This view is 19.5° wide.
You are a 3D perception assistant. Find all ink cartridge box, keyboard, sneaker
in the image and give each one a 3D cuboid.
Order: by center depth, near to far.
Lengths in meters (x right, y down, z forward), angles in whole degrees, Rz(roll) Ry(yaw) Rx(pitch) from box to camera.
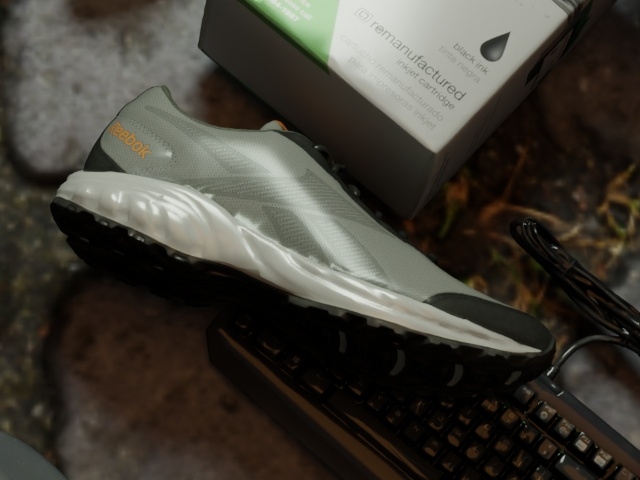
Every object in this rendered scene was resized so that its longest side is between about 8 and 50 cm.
[{"bbox_3d":[0.000,0.000,0.973,0.271,0.100,0.108,24,69,5],"label":"sneaker"},{"bbox_3d":[0.114,0.087,1.019,0.317,0.033,0.201,39,70,7],"label":"keyboard"},{"bbox_3d":[0.064,-0.147,1.050,0.160,0.092,0.219,39,67,9],"label":"ink cartridge box"}]

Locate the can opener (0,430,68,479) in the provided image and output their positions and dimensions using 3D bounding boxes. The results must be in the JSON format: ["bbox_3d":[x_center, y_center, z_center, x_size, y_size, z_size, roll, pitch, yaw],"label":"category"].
[{"bbox_3d":[-0.228,0.096,0.954,0.283,0.076,0.095,45,38,5],"label":"can opener"}]
